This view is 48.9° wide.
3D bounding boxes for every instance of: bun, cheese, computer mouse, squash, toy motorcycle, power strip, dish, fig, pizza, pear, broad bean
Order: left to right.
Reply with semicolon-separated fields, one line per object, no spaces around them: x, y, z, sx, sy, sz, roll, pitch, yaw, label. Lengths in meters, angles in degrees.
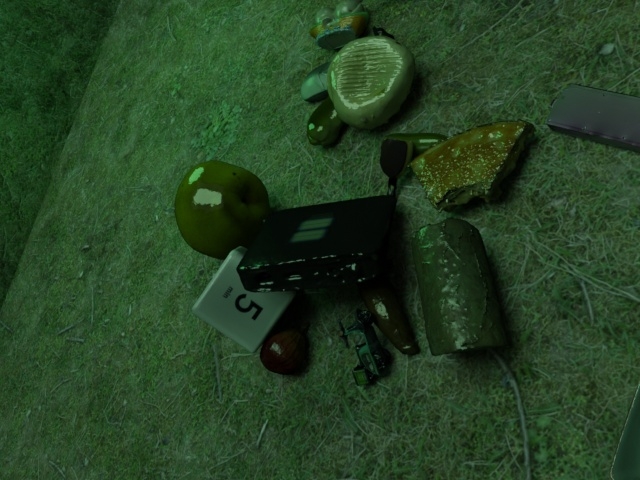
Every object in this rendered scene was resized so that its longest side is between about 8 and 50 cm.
-0.291;-0.088;2.041;0.294;0.294;0.294;-21;54;32;pear
-0.087;0.261;1.764;0.119;0.119;0.153;11;76;45;fig
0.020;-0.491;2.135;0.229;0.068;0.113;-16;58;36;computer mouse
0.026;-0.351;2.048;0.124;0.082;0.174;19;70;44;broad bean
0.098;0.238;1.596;0.100;0.058;0.173;-17;95;29;toy motorcycle
0.137;-0.429;1.928;0.259;0.160;0.259;-3;81;22;bun
0.188;-0.178;1.785;0.086;0.036;0.162;14;106;31;cheese
0.245;-0.245;1.797;0.201;0.066;0.066;3;69;36;squash
0.348;-0.161;1.636;0.323;0.089;0.223;-18;50;37;pizza
0.612;-0.260;1.490;0.279;0.037;0.109;29;87;47;power strip
0.589;0.319;1.156;0.154;0.064;0.234;13;77;45;dish

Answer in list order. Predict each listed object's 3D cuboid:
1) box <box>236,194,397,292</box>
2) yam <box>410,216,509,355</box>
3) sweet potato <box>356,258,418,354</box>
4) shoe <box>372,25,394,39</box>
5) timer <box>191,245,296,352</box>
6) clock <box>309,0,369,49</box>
0.000;0.000;1.694;0.359;0.091;0.350;-6;26;16;box
0.288;0.115;1.474;0.168;0.168;0.304;-26;52;29;yam
0.154;0.137;1.633;0.285;0.112;0.085;65;145;38;sweet potato
0.193;-0.565;2.033;0.053;0.062;0.159;-21;52;16;shoe
-0.190;0.148;1.813;0.194;0.195;0.192;-54;2;2;timer
0.057;-0.675;2.184;0.231;0.103;0.144;-6;61;37;clock
